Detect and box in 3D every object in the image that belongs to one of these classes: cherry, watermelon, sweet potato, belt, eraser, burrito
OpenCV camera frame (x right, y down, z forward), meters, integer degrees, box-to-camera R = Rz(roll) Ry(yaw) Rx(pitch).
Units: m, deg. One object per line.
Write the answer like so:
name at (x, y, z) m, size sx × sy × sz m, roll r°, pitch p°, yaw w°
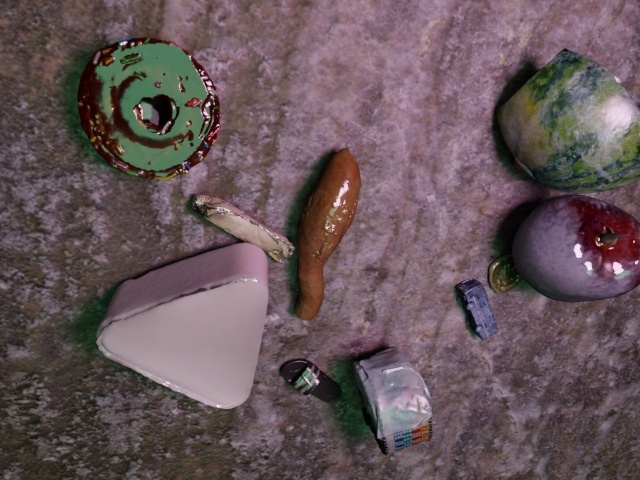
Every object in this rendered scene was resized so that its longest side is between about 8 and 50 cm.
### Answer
cherry at (0.550, 0.024, 0.973) m, size 0.254 × 0.296 × 0.218 m, roll 13°, pitch 67°, yaw -2°
watermelon at (0.517, -0.209, 0.883) m, size 0.305 × 0.224 × 0.180 m, roll 46°, pitch 51°, yaw 1°
sweet potato at (0.000, 0.000, 0.925) m, size 0.109 × 0.109 × 0.386 m, roll 11°, pitch 109°, yaw -17°
belt at (0.166, 0.372, 1.053) m, size 0.149 × 0.207 × 0.258 m, roll -19°, pitch 131°, yaw -6°
eraser at (-0.266, 0.160, 0.892) m, size 0.330 × 0.150 × 0.332 m, roll -5°, pitch 120°, yaw -8°
burrito at (-0.149, -0.025, 0.902) m, size 0.229 × 0.063 × 0.058 m, roll 35°, pitch 91°, yaw -25°

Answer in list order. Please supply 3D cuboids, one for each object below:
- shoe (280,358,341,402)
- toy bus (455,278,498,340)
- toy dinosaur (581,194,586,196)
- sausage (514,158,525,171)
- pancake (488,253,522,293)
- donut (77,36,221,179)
shoe at (-0.015, 0.348, 1.087) m, size 0.179 × 0.049 × 0.071 m, roll 39°, pitch 98°, yaw -23°
toy bus at (0.386, 0.170, 1.112) m, size 0.065 × 0.047 × 0.166 m, roll -30°, pitch 116°, yaw -5°
toy dinosaur at (0.647, -0.024, 1.104) m, size 0.108 × 0.032 × 0.220 m, roll -30°, pitch 124°, yaw -4°
sausage at (0.467, -0.186, 0.983) m, size 0.094 × 0.059 × 0.054 m, roll -37°, pitch 133°, yaw 0°
pancake at (0.457, 0.081, 1.109) m, size 0.107 × 0.017 × 0.108 m, roll -6°, pitch 111°, yaw -15°
donut at (-0.286, -0.224, 0.777) m, size 0.234 × 0.089 × 0.235 m, roll -4°, pitch 111°, yaw -11°
